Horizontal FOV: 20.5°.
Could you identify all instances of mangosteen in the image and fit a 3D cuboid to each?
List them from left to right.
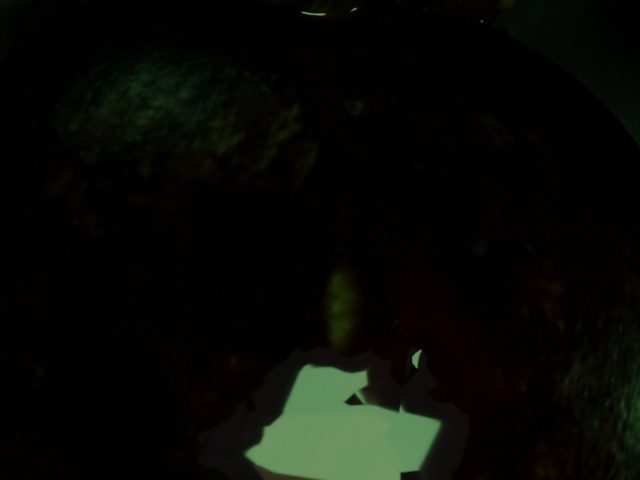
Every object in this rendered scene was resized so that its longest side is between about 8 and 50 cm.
[{"bbox_3d":[0.000,0.000,0.685,0.306,0.306,0.359,18,80,-23],"label":"mangosteen"}]
